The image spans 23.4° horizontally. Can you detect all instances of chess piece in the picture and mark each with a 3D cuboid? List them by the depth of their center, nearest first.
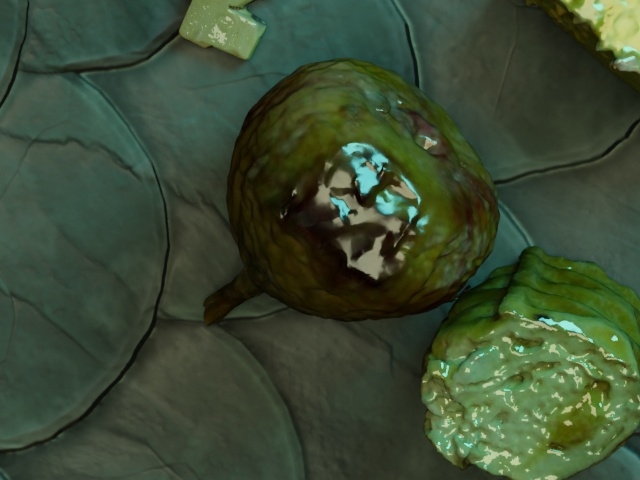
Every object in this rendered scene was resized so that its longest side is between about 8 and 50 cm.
[{"bbox_3d":[-0.074,-0.290,1.631,0.090,0.090,0.200,28,107,1],"label":"chess piece"}]

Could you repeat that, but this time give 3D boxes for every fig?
[{"bbox_3d":[0.000,0.000,1.592,0.286,0.286,0.369,43,129,-1],"label":"fig"}]

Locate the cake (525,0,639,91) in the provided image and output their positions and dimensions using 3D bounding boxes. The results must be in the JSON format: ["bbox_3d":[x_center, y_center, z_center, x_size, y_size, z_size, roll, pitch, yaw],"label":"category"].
[{"bbox_3d":[0.358,-0.253,1.528,0.286,0.222,0.227,42,98,-2],"label":"cake"}]

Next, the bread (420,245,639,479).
[{"bbox_3d":[0.218,0.125,1.566,0.238,0.252,0.196,-34,97,11],"label":"bread"}]
